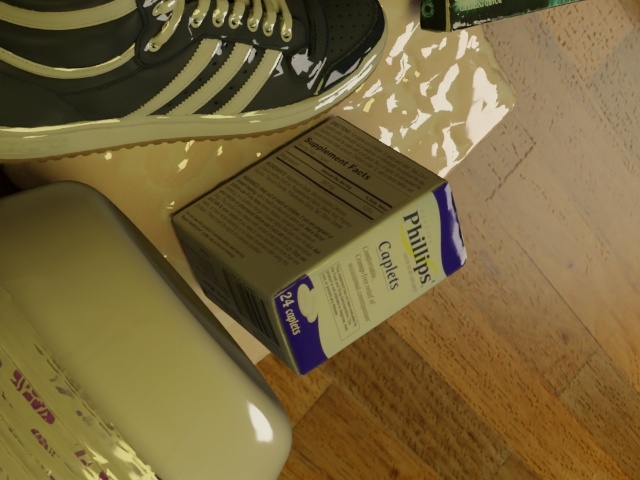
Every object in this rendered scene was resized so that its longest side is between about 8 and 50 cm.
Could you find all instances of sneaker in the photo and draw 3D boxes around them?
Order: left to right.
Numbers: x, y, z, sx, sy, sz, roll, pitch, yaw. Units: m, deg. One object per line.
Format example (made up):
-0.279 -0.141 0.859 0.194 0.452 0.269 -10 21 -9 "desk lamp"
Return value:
-0.070 -0.133 0.817 0.282 0.099 0.153 -15 148 -28 "sneaker"

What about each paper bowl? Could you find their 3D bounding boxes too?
-0.126 0.081 0.836 0.148 0.284 0.284 -41 134 -1 "paper bowl"

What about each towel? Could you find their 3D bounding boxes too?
-0.041 -0.099 0.994 0.317 0.053 0.332 -45 134 -8 "towel"

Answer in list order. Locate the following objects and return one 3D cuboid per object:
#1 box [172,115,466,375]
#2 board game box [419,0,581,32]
0.000 0.000 0.958 0.137 0.126 0.072 -33 129 -18 "box"
0.133 -0.217 1.038 0.186 0.026 0.126 -19 117 -47 "board game box"
